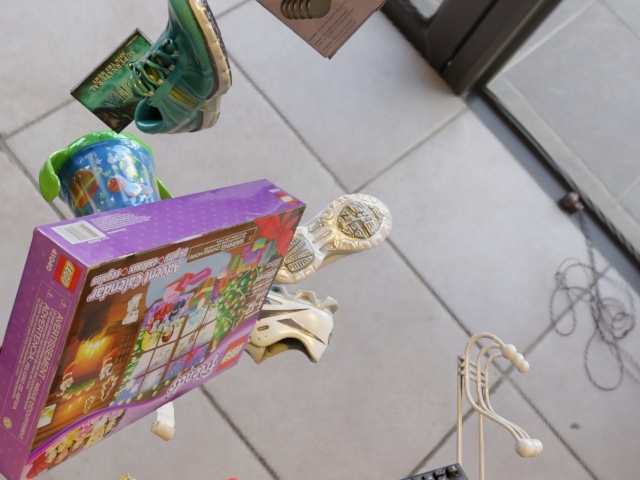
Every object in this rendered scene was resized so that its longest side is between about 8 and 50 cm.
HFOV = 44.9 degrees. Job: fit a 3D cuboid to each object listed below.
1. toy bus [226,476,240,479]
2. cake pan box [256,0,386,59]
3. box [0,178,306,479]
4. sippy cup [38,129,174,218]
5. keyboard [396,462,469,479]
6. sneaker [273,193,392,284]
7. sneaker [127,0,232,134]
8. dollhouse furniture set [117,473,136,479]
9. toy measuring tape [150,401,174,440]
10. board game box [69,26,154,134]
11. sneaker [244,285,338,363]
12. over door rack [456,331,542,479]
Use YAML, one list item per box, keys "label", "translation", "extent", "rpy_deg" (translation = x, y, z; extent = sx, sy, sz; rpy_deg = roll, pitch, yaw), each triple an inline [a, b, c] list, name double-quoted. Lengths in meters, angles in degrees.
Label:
- label: "toy bus"
  translation: [-0.108, 0.467, 1.239]
  extent: [0.150, 0.220, 0.211]
  rpy_deg: [-15, 98, -7]
- label: "cake pan box"
  translation: [0.000, -0.380, 0.895]
  extent: [0.246, 0.267, 0.070]
  rpy_deg: [33, 41, -19]
- label: "box"
  translation: [-0.138, 0.061, 0.664]
  extent: [0.057, 0.200, 0.293]
  rpy_deg: [33, 24, 19]
- label: "sippy cup"
  translation: [-0.456, -0.089, 1.728]
  extent: [0.306, 0.240, 0.224]
  rpy_deg: [-15, 54, -21]
- label: "keyboard"
  translation: [0.117, 0.229, 0.572]
  extent: [0.108, 0.180, 0.023]
  rpy_deg: [-9, 114, -9]
- label: "sneaker"
  translation: [0.000, 0.000, 1.167]
  extent: [0.232, 0.115, 0.090]
  rpy_deg: [-23, 86, -26]
- label: "sneaker"
  translation: [-0.172, -0.198, 0.922]
  extent: [0.110, 0.275, 0.107]
  rpy_deg: [-16, 73, -19]
- label: "dollhouse furniture set"
  translation: [-0.267, 0.327, 0.867]
  extent: [0.059, 0.076, 0.151]
  rpy_deg: [23, 100, 10]
- label: "toy measuring tape"
  translation: [-0.330, 0.265, 1.414]
  extent: [0.122, 0.121, 0.330]
  rpy_deg: [0, 30, -16]
- label: "board game box"
  translation: [-0.379, -0.310, 1.518]
  extent: [0.186, 0.026, 0.126]
  rpy_deg: [-39, 124, 13]
- label: "sneaker"
  translation: [-0.141, 0.153, 1.467]
  extent: [0.331, 0.122, 0.146]
  rpy_deg: [9, 63, 7]
- label: "over door rack"
  translation: [0.211, 0.292, 0.967]
  extent: [0.108, 0.239, 0.324]
  rpy_deg: [10, 79, 21]
